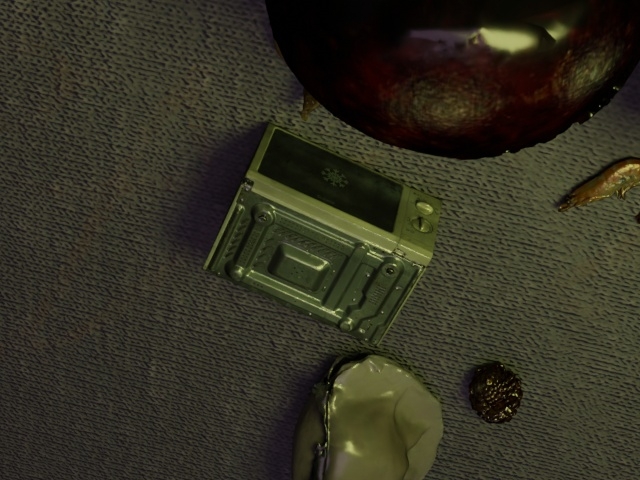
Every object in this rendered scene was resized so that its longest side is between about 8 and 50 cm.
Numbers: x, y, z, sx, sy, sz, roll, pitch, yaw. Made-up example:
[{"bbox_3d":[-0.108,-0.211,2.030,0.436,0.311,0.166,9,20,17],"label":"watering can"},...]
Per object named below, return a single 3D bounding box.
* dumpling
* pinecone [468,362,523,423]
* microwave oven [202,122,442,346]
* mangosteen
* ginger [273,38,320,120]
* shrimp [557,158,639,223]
[{"bbox_3d":[0.059,0.298,1.720,0.205,0.163,0.292,19,115,4],"label":"dumpling"},{"bbox_3d":[0.238,0.208,1.667,0.077,0.077,0.083,-12,146,20],"label":"pinecone"},{"bbox_3d":[0.000,0.000,1.527,0.241,0.145,0.194,24,124,-5],"label":"microwave oven"},{"bbox_3d":[0.140,-0.290,1.152,0.381,0.381,0.421,11,107,5],"label":"mangosteen"},{"bbox_3d":[0.037,-0.234,1.405,0.214,0.059,0.133,-27,110,25],"label":"ginger"},{"bbox_3d":[0.349,-0.048,1.484,0.127,0.025,0.091,-21,119,22],"label":"shrimp"}]
